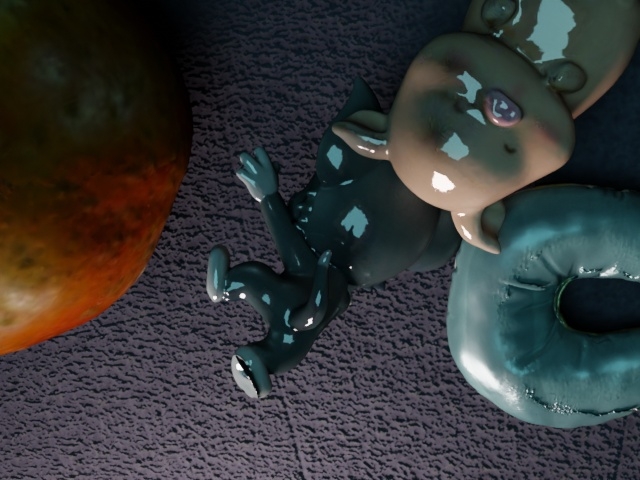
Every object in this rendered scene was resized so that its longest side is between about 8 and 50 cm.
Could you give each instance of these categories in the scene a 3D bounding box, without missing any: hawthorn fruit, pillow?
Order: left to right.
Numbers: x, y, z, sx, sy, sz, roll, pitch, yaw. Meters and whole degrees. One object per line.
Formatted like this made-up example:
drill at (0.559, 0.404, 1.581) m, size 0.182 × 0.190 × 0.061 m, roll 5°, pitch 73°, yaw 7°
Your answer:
hawthorn fruit at (-0.330, -0.091, 1.116) m, size 0.403 × 0.403 × 0.403 m, roll 7°, pitch 110°, yaw 19°
pillow at (0.218, 0.061, 1.124) m, size 0.214 × 0.086 × 0.233 m, roll 4°, pitch 110°, yaw 13°

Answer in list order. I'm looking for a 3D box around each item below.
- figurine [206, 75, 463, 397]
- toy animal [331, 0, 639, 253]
figurine at (0.001, 0.002, 1.091) m, size 0.140 × 0.265 × 0.193 m, roll -17°, pitch 118°, yaw 47°
toy animal at (0.150, -0.133, 1.029) m, size 0.166 × 0.154 × 0.250 m, roll 40°, pitch 90°, yaw 12°
